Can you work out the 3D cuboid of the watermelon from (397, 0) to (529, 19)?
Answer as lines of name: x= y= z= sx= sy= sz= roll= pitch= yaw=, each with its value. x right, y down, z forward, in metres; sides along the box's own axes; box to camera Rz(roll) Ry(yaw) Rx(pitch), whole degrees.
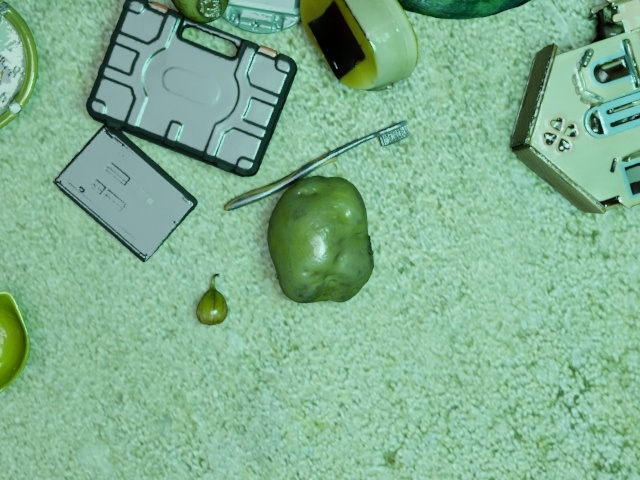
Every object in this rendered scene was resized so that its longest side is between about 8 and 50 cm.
watermelon: x=0.242 y=-0.464 z=1.561 sx=0.319 sy=0.222 sz=0.292 roll=34 pitch=87 yaw=-5

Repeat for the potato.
potato: x=-0.001 y=0.000 z=1.622 sx=0.154 sy=0.137 sz=0.200 roll=-7 pitch=95 yaw=-33

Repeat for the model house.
model house: x=0.413 y=-0.194 z=1.612 sx=0.244 sy=0.169 sz=0.326 roll=-17 pitch=96 yaw=0

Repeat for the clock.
clock: x=-0.546 y=-0.270 z=1.610 sx=0.237 sy=0.057 sz=0.237 roll=0 pitch=93 yaw=-1

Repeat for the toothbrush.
toothbrush: x=-0.007 y=-0.117 z=1.665 sx=0.321 sy=0.023 sz=0.031 roll=-23 pitch=92 yaw=-2

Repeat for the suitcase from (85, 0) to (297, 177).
suitcase: x=-0.198 y=-0.236 z=1.625 sx=0.285 sy=0.066 sz=0.206 roll=22 pitch=92 yaw=-4

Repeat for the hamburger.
hamburger: x=0.059 y=-0.324 z=1.585 sx=0.116 sy=0.173 sz=0.210 roll=-30 pitch=83 yaw=-32

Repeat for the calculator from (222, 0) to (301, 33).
calculator: x=-0.084 y=-0.445 z=1.626 sx=0.141 sy=0.045 sz=0.246 roll=8 pitch=94 yaw=-3

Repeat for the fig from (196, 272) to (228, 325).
fig: x=-0.169 y=0.093 z=1.661 sx=0.050 sy=0.050 sz=0.083 roll=5 pitch=84 yaw=-3

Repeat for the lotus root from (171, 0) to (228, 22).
lotus root: x=-0.192 y=-0.384 z=1.581 sx=0.089 sy=0.179 sz=0.080 roll=11 pitch=122 yaw=-39

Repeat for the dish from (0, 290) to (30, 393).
dish: x=-0.528 y=0.167 z=1.629 sx=0.148 sy=0.080 sz=0.208 roll=31 pitch=90 yaw=-8

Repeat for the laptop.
laptop: x=-0.306 y=-0.077 z=1.656 sx=0.197 sy=0.016 sz=0.135 roll=41 pitch=90 yaw=-5
